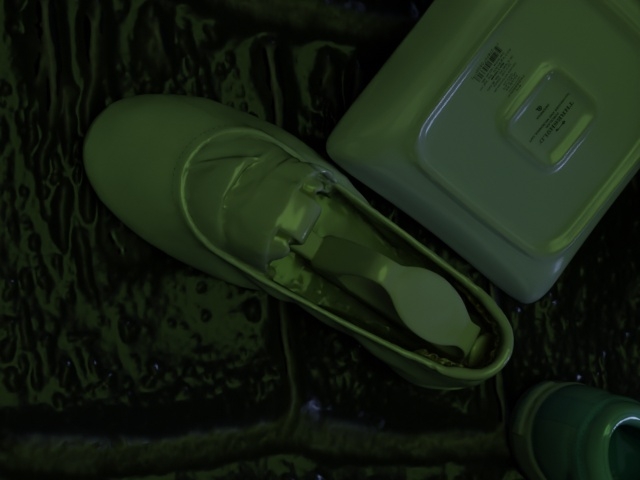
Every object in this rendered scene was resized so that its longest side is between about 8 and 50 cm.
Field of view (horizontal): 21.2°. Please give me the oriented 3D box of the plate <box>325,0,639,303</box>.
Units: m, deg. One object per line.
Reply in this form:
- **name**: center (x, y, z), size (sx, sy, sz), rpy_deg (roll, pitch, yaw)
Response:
- **plate**: center (0.183, -0.109, 1.431), size (0.278, 0.045, 0.277), rpy_deg (36, 94, -33)

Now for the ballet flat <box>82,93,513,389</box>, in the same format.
- **ballet flat**: center (0.000, 0.000, 1.375), size (0.400, 0.139, 0.139), rpy_deg (32, 79, -20)

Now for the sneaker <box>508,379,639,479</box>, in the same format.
- **sneaker**: center (0.329, 0.259, 1.513), size (0.366, 0.150, 0.135), rpy_deg (35, 79, -20)
